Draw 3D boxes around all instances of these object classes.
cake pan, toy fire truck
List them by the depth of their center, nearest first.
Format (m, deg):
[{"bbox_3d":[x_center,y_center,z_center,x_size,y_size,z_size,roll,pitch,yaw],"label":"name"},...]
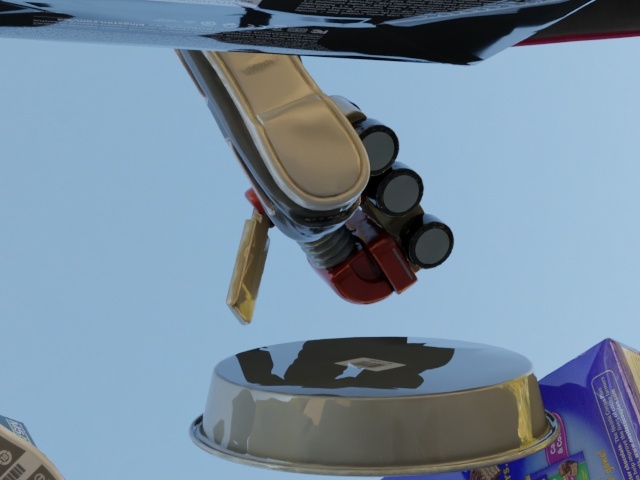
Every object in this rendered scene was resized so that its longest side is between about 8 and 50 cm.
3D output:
[{"bbox_3d":[0.042,0.123,1.004,0.293,0.293,0.054,-5,-83,-31],"label":"cake pan"},{"bbox_3d":[0.000,0.000,1.367,0.246,0.158,0.217,-37,-57,-5],"label":"toy fire truck"}]

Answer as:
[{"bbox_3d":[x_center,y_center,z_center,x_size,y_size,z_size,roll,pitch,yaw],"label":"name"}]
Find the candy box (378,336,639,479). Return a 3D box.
[{"bbox_3d":[0.188,0.279,1.073,0.122,0.317,0.268,26,-141,-39],"label":"candy box"}]

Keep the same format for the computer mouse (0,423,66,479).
[{"bbox_3d":[-0.207,0.104,0.655,0.193,0.042,0.106,46,-114,-2],"label":"computer mouse"}]

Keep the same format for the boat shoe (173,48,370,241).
[{"bbox_3d":[-0.067,-0.149,1.051,0.112,0.095,0.335,-18,-109,-24],"label":"boat shoe"}]

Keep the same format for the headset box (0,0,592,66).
[{"bbox_3d":[-0.035,-0.209,0.369,0.218,0.110,0.293,1,-94,-14],"label":"headset box"}]

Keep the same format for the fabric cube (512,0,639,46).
[{"bbox_3d":[0.257,-0.389,1.357,0.259,0.254,0.258,71,-156,-43],"label":"fabric cube"}]

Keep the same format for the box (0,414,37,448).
[{"bbox_3d":[-0.323,0.197,1.131,0.184,0.190,0.045,32,-86,-38],"label":"box"}]
